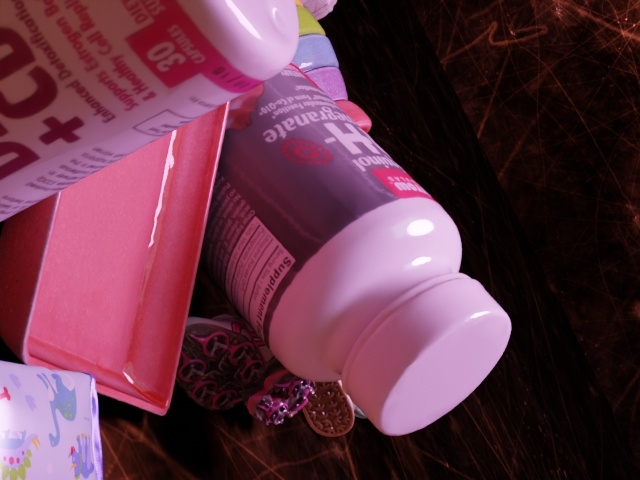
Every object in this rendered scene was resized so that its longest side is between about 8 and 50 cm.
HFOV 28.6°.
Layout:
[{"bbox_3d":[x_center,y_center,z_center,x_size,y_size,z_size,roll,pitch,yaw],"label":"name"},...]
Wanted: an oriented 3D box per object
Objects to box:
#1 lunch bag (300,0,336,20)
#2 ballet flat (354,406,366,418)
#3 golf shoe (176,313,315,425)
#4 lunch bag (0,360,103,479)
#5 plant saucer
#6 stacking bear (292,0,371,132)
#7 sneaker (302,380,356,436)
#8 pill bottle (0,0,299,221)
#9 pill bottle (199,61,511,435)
[{"bbox_3d":[-0.092,-0.413,1.520,0.235,0.169,0.287,48,19,-43],"label":"lunch bag"},{"bbox_3d":[0.091,0.141,1.405,0.083,0.087,0.247,67,17,7],"label":"ballet flat"},{"bbox_3d":[-0.079,0.095,1.023,0.086,0.067,0.186,46,4,31],"label":"golf shoe"},{"bbox_3d":[-0.168,0.139,0.635,0.129,0.096,0.151,29,53,-67],"label":"lunch bag"},{"bbox_3d":[-0.134,-0.030,0.821,0.258,0.048,0.259,53,46,-72],"label":"plant saucer"},{"bbox_3d":[-0.085,-0.202,1.275,0.289,0.164,0.175,61,16,6],"label":"stacking bear"},{"bbox_3d":[-0.006,0.087,1.210,0.086,0.064,0.192,-65,141,-69],"label":"sneaker"},{"bbox_3d":[-0.168,-0.096,0.626,0.160,0.283,0.160,54,19,-29],"label":"pill bottle"},{"bbox_3d":[0.000,0.000,1.008,0.318,0.176,0.176,47,7,29],"label":"pill bottle"}]
